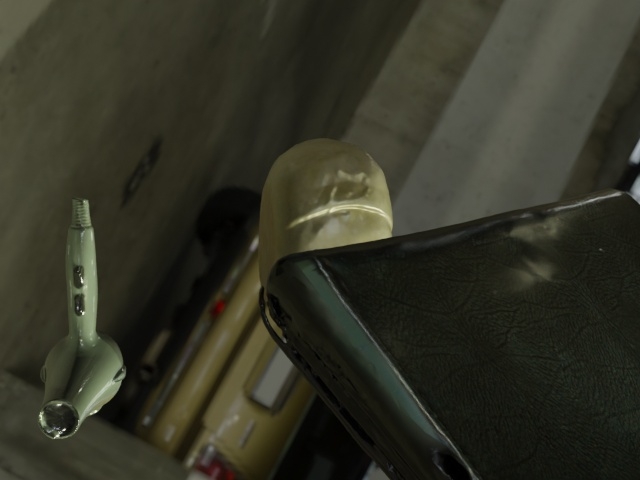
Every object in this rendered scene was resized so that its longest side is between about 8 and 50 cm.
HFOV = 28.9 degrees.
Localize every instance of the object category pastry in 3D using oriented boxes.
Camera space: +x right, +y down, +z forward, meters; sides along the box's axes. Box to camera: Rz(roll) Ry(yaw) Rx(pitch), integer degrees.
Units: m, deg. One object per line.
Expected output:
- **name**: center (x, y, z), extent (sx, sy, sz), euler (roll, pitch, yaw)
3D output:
- **pastry**: center (0.000, 0.000, 0.949), extent (0.156, 0.092, 0.156), euler (-177, -90, -78)

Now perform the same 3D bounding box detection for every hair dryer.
- **hair dryer**: center (-0.246, 0.102, 1.253), extent (0.219, 0.088, 0.225), euler (-94, -174, -58)

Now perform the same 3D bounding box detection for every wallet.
- **wallet**: center (0.122, 0.053, 0.600), extent (0.318, 0.172, 0.045), euler (-14, 147, -52)
